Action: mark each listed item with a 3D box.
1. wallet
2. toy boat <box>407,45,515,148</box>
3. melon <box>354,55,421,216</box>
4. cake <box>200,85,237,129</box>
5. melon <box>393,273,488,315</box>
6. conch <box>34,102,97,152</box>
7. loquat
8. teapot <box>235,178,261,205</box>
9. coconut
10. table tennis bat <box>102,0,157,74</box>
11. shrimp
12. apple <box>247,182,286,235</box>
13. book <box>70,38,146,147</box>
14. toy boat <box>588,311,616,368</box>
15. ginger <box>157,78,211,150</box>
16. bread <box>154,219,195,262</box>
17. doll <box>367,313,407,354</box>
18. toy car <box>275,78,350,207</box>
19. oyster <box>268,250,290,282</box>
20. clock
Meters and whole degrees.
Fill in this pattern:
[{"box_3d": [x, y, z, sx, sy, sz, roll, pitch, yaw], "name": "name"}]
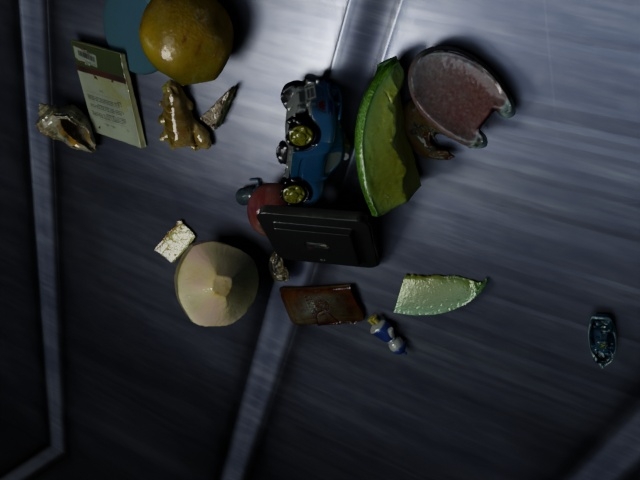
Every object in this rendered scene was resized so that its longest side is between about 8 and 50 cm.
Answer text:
[{"box_3d": [0.005, 0.186, 1.827, 0.255, 0.031, 0.137, -6, 116, 35], "name": "wallet"}, {"box_3d": [0.278, -0.297, 1.294, 0.227, 0.085, 0.155, 40, 109, 0], "name": "toy boat"}, {"box_3d": [0.136, -0.228, 1.378, 0.124, 0.196, 0.323, -3, 112, 18], "name": "melon"}, {"box_3d": [-0.248, -0.335, 1.620, 0.055, 0.051, 0.140, 51, 134, -7], "name": "cake"}, {"box_3d": [0.301, 0.125, 1.604, 0.262, 0.053, 0.114, -12, 95, 33], "name": "melon"}, {"box_3d": [-0.744, -0.330, 1.884, 0.207, 0.130, 0.155, 49, 166, -26], "name": "conch"}, {"box_3d": [-0.307, -0.485, 1.454, 0.213, 0.213, 0.246, 18, 138, 22], "name": "loquat"}, {"box_3d": [-0.187, -0.129, 1.732, 0.083, 0.063, 0.049, -9, 147, 33], "name": "teapot"}, {"box_3d": [-0.293, 0.121, 1.815, 0.259, 0.259, 0.259, 16, 127, 23], "name": "coconut"}, {"box_3d": [-0.447, -0.558, 1.604, 0.215, 0.044, 0.329, 46, 135, -1], "name": "table tennis bat"}, {"box_3d": [0.253, -0.235, 1.382, 0.187, 0.051, 0.132, 29, 144, 22], "name": "shrimp"}, {"box_3d": [-0.114, -0.082, 1.647, 0.153, 0.120, 0.153, 7, 151, 4], "name": "apple"}, {"box_3d": [-0.596, -0.408, 1.791, 0.201, 0.026, 0.289, 20, 134, 23], "name": "book"}, {"box_3d": [0.634, 0.227, 1.436, 0.060, 0.061, 0.137, 5, 123, 30], "name": "toy boat"}, {"box_3d": [-0.378, -0.320, 1.692, 0.115, 0.081, 0.205, -13, 114, 31], "name": "ginger"}, {"box_3d": [-0.440, 0.005, 1.953, 0.084, 0.080, 0.109, 42, 135, -2], "name": "bread"}, {"box_3d": [0.186, 0.262, 1.748, 0.143, 0.057, 0.099, 46, 154, -3], "name": "doll"}, {"box_3d": [-0.017, -0.216, 1.483, 0.166, 0.198, 0.314, 3, 130, -7], "name": "toy car"}, {"box_3d": [-0.120, 0.071, 1.791, 0.051, 0.103, 0.148, -12, 139, -7], "name": "oyster"}, {"box_3d": [0.000, 0.001, 1.571, 0.279, 0.049, 0.273, 5, 156, 14], "name": "clock"}]
